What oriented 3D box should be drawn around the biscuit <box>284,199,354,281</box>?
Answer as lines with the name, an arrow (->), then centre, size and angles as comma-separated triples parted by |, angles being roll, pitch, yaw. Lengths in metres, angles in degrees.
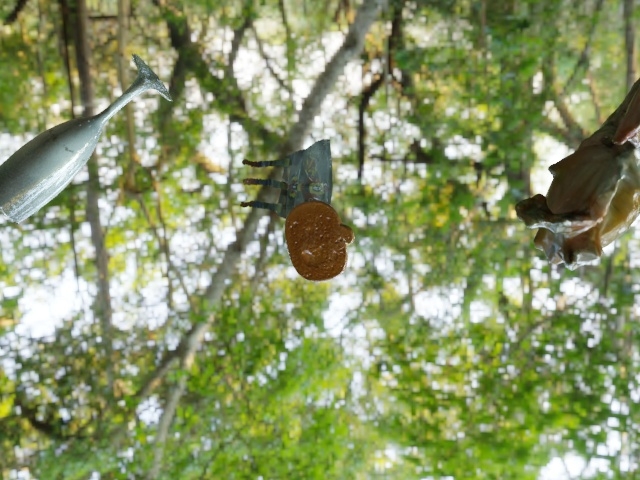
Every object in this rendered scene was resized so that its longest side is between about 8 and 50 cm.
biscuit -> 0.000, 0.000, 1.093 | 0.078, 0.091, 0.015 | -10, 179, 15

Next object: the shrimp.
shrimp -> 0.160, -0.059, 0.519 | 0.052, 0.132, 0.187 | 26, -126, 21

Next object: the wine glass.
wine glass -> -0.238, -0.097, 0.967 | 0.198, 0.066, 0.066 | -43, -151, -10

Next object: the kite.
kite -> -0.052, -0.081, 1.469 | 0.015, 0.141, 0.245 | 6, -179, -37
